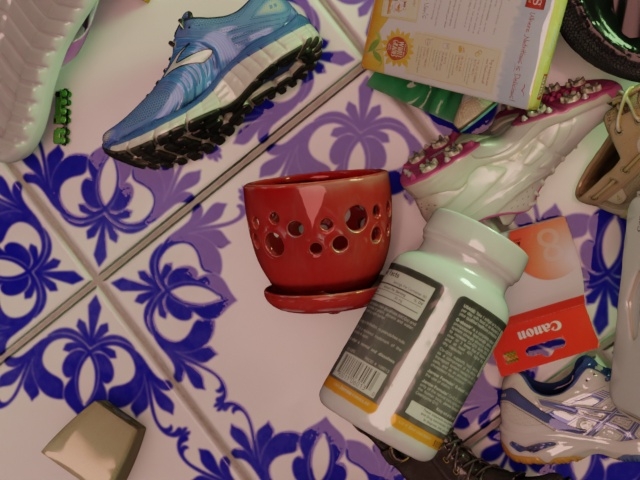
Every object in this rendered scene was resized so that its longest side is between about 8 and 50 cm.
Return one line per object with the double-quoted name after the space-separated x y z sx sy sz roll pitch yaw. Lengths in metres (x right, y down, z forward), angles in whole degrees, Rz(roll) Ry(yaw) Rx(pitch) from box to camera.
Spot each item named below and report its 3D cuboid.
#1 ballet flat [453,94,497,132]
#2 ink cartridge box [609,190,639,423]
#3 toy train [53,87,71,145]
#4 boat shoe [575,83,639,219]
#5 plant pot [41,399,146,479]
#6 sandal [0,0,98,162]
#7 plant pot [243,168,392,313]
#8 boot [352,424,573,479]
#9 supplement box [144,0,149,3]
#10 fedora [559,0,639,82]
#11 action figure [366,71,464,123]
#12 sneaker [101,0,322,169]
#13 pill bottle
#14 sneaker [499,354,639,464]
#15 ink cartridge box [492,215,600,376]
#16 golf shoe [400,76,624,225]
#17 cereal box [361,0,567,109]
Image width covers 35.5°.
0.223 -0.203 1.305 0.168 0.057 0.052 -38 94 -23 "ballet flat"
0.565 0.093 1.180 0.385 0.160 0.279 3 94 -11 "ink cartridge box"
-0.371 -0.177 1.433 0.024 0.017 0.083 3 93 19 "toy train"
0.390 -0.134 1.203 0.098 0.302 0.109 14 55 3 "boat shoe"
-0.307 0.284 1.404 0.109 0.109 0.096 33 85 6 "plant pot"
-0.379 -0.305 1.394 0.169 0.102 0.416 36 109 20 "sandal"
0.000 0.000 1.302 0.191 0.191 0.174 -3 97 8 "plant pot"
0.172 0.278 1.298 0.263 0.091 0.229 -32 89 41 "boot"
-0.247 -0.391 1.395 0.062 0.036 0.098 30 96 5 "supplement box"
0.429 -0.362 1.237 0.334 0.152 0.334 2 101 11 "fedora"
0.171 -0.285 1.326 0.137 0.063 0.232 26 100 8 "action figure"
-0.162 -0.220 1.362 0.330 0.130 0.147 -34 73 5 "sneaker"
0.130 0.112 1.215 0.162 0.162 0.278 30 85 6 "pill bottle"
0.380 0.214 1.294 0.296 0.112 0.131 -5 91 8 "sneaker"
0.275 0.072 1.306 0.145 0.045 0.179 -16 77 -5 "ink cartridge box"
0.262 -0.107 1.312 0.306 0.115 0.140 -26 109 8 "golf shoe"
0.178 -0.273 1.245 0.240 0.047 0.173 20 106 27 "cereal box"
